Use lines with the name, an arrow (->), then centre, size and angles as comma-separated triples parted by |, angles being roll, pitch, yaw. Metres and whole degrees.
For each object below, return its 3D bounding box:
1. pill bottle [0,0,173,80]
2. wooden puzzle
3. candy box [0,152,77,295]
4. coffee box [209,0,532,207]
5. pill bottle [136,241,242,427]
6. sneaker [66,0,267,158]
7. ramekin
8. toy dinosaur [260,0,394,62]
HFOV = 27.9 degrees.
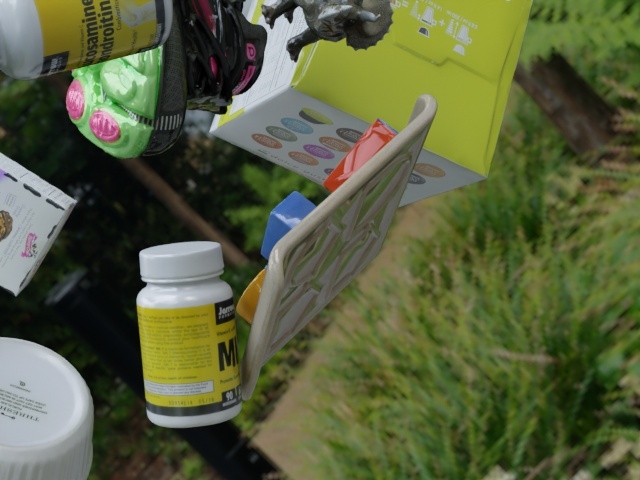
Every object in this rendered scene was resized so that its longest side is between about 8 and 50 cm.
pill bottle -> -0.226, -0.194, 1.088 | 0.184, 0.103, 0.103 | -20, -4, -28
wooden puzzle -> 0.000, 0.000, 1.609 | 0.348, 0.080, 0.322 | -48, -13, -32
candy box -> -0.499, -0.039, 1.960 | 0.165, 0.196, 0.070 | -56, 4, 14
coffee box -> 0.078, -0.280, 1.979 | 0.334, 0.337, 0.338 | -16, 54, 64
pill bottle -> -0.160, 0.111, 1.556 | 0.119, 0.208, 0.119 | -4, 9, 1
sneaker -> -0.152, -0.226, 1.420 | 0.483, 0.202, 0.185 | -91, 26, -61
ramekin -> -0.439, 0.251, 1.784 | 0.127, 0.273, 0.273 | -67, -5, 34
toy dinosaur -> 0.017, -0.314, 1.568 | 0.160, 0.121, 0.313 | -16, 41, 19
